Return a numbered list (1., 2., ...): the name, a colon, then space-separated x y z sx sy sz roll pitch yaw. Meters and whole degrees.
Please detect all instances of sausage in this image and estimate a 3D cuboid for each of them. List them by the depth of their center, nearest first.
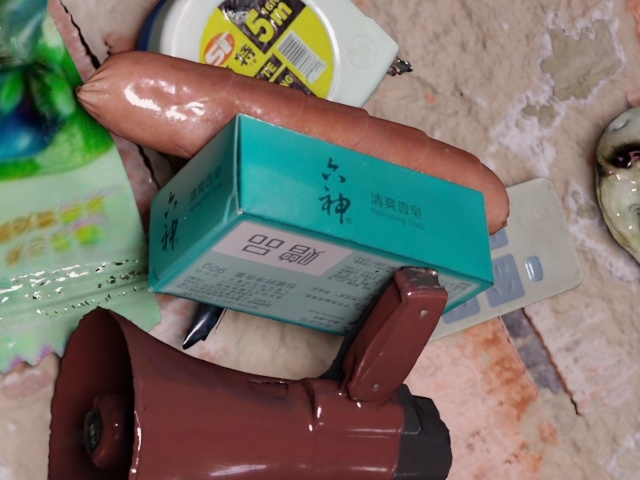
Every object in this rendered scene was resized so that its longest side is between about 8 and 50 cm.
1. sausage: 0.000 -0.077 1.050 0.433 0.088 0.088 16 73 -29

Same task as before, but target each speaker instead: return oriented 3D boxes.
1. speaker: -0.038 0.121 1.016 0.329 0.198 0.259 0 107 -27

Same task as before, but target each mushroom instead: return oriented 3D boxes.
1. mushroom: 0.410 -0.026 1.268 0.267 0.164 0.189 11 44 14

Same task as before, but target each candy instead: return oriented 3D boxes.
1. candy: -0.277 -0.085 0.987 0.263 0.172 0.398 -15 97 -21

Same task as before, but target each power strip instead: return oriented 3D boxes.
1. power strip: 0.140 0.023 1.202 0.270 0.046 0.118 -17 85 -26

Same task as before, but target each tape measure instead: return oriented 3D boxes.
1. tape measure: -0.091 -0.098 1.101 0.215 0.098 0.351 42 71 -20

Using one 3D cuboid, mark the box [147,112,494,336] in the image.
1. box: 0.000 0.000 1.008 0.245 0.153 0.092 15 56 -31
